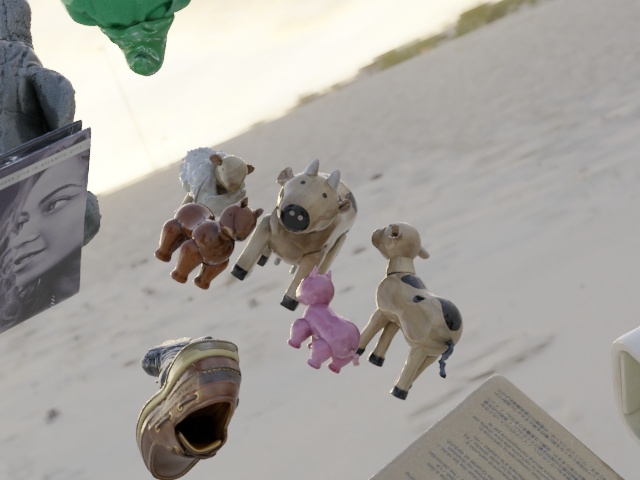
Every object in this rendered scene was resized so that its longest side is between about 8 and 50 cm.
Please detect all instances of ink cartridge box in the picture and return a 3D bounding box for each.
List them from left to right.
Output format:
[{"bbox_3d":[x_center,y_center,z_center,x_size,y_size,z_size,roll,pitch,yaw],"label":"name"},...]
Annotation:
[{"bbox_3d":[0.152,0.237,1.044,0.193,0.234,0.088,-32,-24,-41],"label":"ink cartridge box"}]

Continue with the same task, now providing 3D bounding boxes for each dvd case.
[{"bbox_3d":[-0.260,0.010,1.140,0.164,0.018,0.221,-29,-27,-30],"label":"dvd case"}]

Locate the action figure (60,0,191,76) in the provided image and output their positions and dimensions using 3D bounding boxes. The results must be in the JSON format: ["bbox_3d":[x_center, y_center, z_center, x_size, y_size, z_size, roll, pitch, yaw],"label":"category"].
[{"bbox_3d":[-0.114,-0.206,0.789,0.137,0.232,0.063,-4,14,9],"label":"action figure"}]

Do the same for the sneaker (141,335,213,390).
[{"bbox_3d":[-0.186,0.159,1.766,0.089,0.051,0.170,-12,14,22],"label":"sneaker"}]

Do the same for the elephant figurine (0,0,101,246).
[{"bbox_3d":[-0.286,-0.104,1.273,0.186,0.239,0.169,11,15,41],"label":"elephant figurine"}]

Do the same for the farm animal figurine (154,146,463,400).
[{"bbox_3d":[0.000,0.000,1.567,0.172,0.330,0.327,-59,12,13],"label":"farm animal figurine"}]

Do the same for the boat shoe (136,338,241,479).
[{"bbox_3d":[-0.110,0.154,1.182,0.064,0.060,0.178,3,-40,-24],"label":"boat shoe"}]

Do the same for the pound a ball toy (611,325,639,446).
[{"bbox_3d":[0.397,0.039,1.183,0.319,0.208,0.136,-28,43,-14],"label":"pound a ball toy"}]
